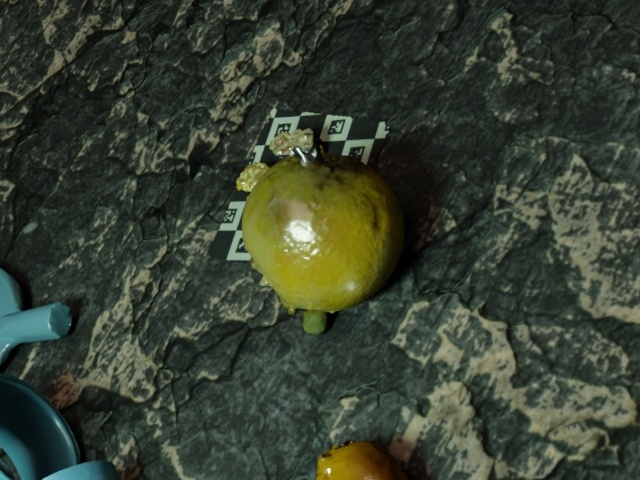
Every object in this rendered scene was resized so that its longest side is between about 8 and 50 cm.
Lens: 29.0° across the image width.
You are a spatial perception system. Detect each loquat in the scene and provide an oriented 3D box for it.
[{"bbox_3d":[0.000,0.000,1.289,0.172,0.149,0.204,12,102,18],"label":"loquat"}]

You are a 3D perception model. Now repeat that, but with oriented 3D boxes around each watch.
[{"bbox_3d":[-0.348,0.245,1.344,0.211,0.211,0.193,-35,65,12],"label":"watch"}]

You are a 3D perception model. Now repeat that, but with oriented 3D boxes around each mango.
[{"bbox_3d":[0.048,0.238,1.151,0.077,0.063,0.127,-42,51,-1],"label":"mango"}]

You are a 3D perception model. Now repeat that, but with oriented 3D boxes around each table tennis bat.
[{"bbox_3d":[-0.449,0.121,1.602,0.329,0.044,0.215,-10,56,33],"label":"table tennis bat"}]

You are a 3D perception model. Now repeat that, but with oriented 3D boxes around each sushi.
[{"bbox_3d":[-0.039,-0.069,1.430,0.192,0.040,0.210,11,68,40],"label":"sushi"}]
